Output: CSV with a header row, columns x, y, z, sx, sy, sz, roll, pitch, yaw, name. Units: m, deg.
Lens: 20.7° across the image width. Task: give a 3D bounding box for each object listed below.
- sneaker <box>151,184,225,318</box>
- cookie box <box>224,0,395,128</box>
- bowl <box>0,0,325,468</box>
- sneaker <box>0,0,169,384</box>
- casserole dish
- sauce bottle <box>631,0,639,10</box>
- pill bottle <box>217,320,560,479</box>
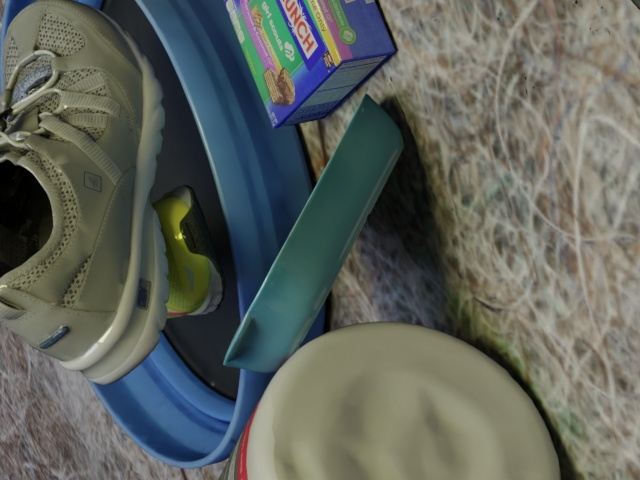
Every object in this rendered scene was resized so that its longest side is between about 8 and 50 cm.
x,y,z,sx,sy,sz,roll,pitch,yaw,name
-0.132,0.024,1.136,0.208,0.094,0.081,-27,79,61,sneaker
-0.009,-0.129,1.044,0.107,0.040,0.092,-39,70,60,cookie box
-0.120,-0.031,1.269,0.391,0.077,0.391,38,136,48,bowl
-0.162,-0.053,1.060,0.105,0.115,0.281,-39,46,26,sneaker
0.000,0.000,1.001,0.037,0.188,0.114,27,143,-1,casserole dish
0.123,-0.143,0.790,0.128,0.042,0.042,57,149,32,sauce bottle
0.008,0.198,1.052,0.176,0.176,0.318,61,150,22,pill bottle
